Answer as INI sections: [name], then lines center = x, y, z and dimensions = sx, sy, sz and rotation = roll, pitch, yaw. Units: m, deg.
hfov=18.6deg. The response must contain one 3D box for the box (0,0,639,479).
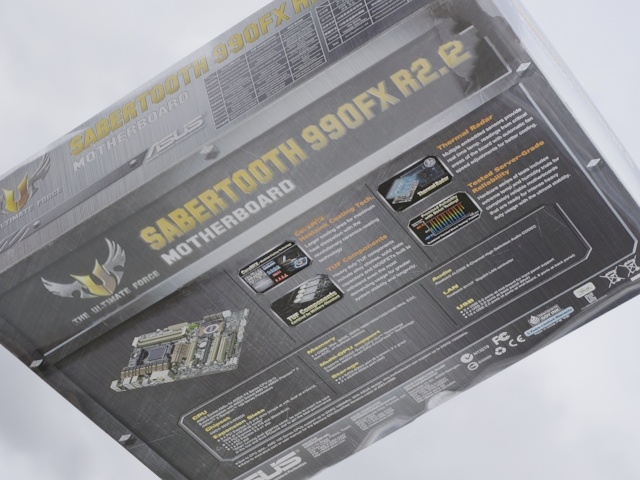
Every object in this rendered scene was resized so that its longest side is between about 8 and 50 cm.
[box]
center = 0.000, 0.000, 0.764
dimensions = 0.183, 0.231, 0.056
rotation = 47, 18, -39
